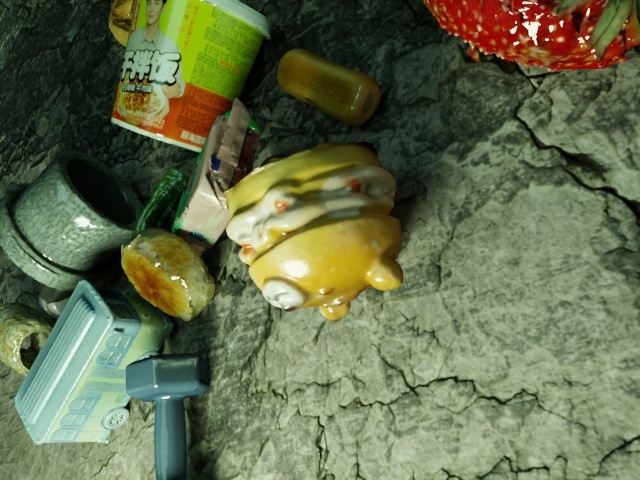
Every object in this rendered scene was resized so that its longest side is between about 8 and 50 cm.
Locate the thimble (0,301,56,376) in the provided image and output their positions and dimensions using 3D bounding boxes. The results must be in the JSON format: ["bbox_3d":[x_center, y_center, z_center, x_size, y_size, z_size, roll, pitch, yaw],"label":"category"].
[{"bbox_3d":[-0.692,0.244,1.435,0.144,0.190,0.137,19,49,32],"label":"thimble"}]

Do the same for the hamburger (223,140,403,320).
[{"bbox_3d":[0.000,0.000,0.951,0.276,0.276,0.236,-26,75,28],"label":"hamburger"}]

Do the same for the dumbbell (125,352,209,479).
[{"bbox_3d":[-0.274,0.369,1.102,0.143,0.157,0.316,-41,50,56],"label":"dumbbell"}]

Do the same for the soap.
[{"bbox_3d":[-0.196,-0.105,1.140,0.273,0.098,0.217,-38,34,62],"label":"soap"}]

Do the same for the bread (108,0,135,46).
[{"bbox_3d":[-0.425,-0.560,1.506,0.236,0.120,0.198,35,97,38],"label":"bread"}]

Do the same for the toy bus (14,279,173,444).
[{"bbox_3d":[-0.463,0.253,1.245,0.152,0.190,0.312,37,99,38],"label":"toy bus"}]

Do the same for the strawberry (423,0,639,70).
[{"bbox_3d":[0.297,-0.358,0.861,0.343,0.292,0.292,6,79,62],"label":"strawberry"}]

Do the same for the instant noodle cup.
[{"bbox_3d":[-0.284,-0.355,1.269,0.294,0.294,0.307,25,99,38],"label":"instant noodle cup"}]

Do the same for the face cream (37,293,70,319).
[{"bbox_3d":[-0.633,0.146,1.466,0.095,0.091,0.091,-6,73,43],"label":"face cream"}]

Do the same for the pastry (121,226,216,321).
[{"bbox_3d":[-0.298,0.062,1.190,0.193,0.182,0.093,32,53,13],"label":"pastry"}]

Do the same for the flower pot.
[{"bbox_3d":[-0.583,-0.039,1.365,0.283,0.299,0.299,-42,56,14],"label":"flower pot"}]

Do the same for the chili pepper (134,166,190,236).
[{"bbox_3d":[-0.344,-0.033,1.302,0.083,0.099,0.253,25,92,48],"label":"chili pepper"}]

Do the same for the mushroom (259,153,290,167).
[{"bbox_3d":[-0.081,-0.101,1.138,0.127,0.087,0.127,-11,72,37],"label":"mushroom"}]

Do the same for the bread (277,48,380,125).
[{"bbox_3d":[0.014,-0.291,1.133,0.239,0.074,0.092,37,115,39],"label":"bread"}]
